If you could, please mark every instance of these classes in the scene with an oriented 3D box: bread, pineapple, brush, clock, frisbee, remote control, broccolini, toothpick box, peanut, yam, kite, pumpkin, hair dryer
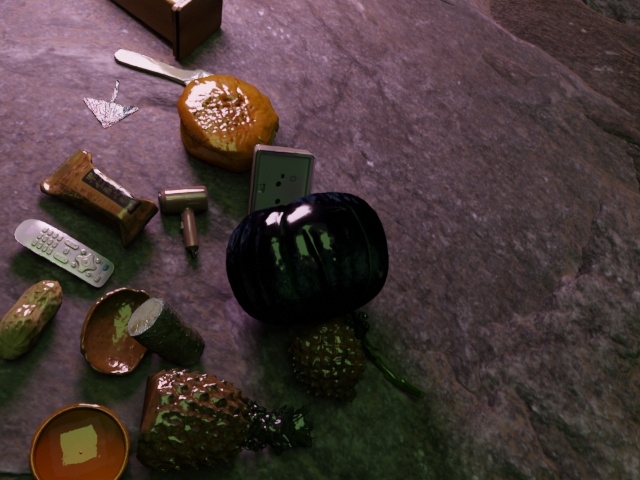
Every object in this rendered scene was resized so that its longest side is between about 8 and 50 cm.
[{"bbox_3d":[-0.232,-0.297,1.788,0.268,0.146,0.268,8,61,-15],"label":"bread"},{"bbox_3d":[0.023,0.269,1.550,0.166,0.166,0.193,-29,86,-25],"label":"pineapple"},{"bbox_3d":[-0.389,-0.446,1.896,0.336,0.020,0.085,19,61,-3],"label":"brush"},{"bbox_3d":[-0.096,-0.127,1.710,0.147,0.071,0.192,4,107,-12],"label":"clock"},{"bbox_3d":[-0.478,0.422,1.411,0.192,0.035,0.192,6,63,-12],"label":"frisbee"},{"bbox_3d":[-0.578,0.030,1.589,0.229,0.044,0.073,31,54,-7],"label":"remote control"},{"bbox_3d":[0.142,0.252,1.603,0.271,0.123,0.062,42,72,9],"label":"broccolini"},{"bbox_3d":[-0.437,-0.679,1.919,0.308,0.187,0.190,36,61,10],"label":"toothpick box"},{"bbox_3d":[-0.613,0.160,1.483,0.083,0.093,0.194,20,61,13],"label":"peanut"},{"bbox_3d":[-0.327,0.196,1.496,0.107,0.183,0.107,-15,51,19],"label":"yam"},{"bbox_3d":[-0.537,-0.351,1.816,0.139,0.011,0.157,12,61,-10],"label":"kite"},{"bbox_3d":[-0.029,0.040,1.544,0.363,0.363,0.266,-16,92,-21],"label":"pumpkin"},{"bbox_3d":[-0.318,-0.042,1.683,0.117,0.064,0.182,-6,70,-16],"label":"hair dryer"},{"bbox_3d":[-0.188,0.369,1.429,0.362,0.202,0.202,9,61,-18],"label":"pineapple"}]

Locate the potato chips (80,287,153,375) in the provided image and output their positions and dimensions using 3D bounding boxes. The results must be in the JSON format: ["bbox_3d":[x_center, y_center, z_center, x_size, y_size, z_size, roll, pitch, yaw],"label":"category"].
[{"bbox_3d":[-0.436,0.198,1.531,0.150,0.049,0.202,13,59,-13],"label":"potato chips"}]

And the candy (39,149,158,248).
[{"bbox_3d":[-0.510,-0.104,1.646,0.271,0.101,0.143,32,66,11],"label":"candy"}]
